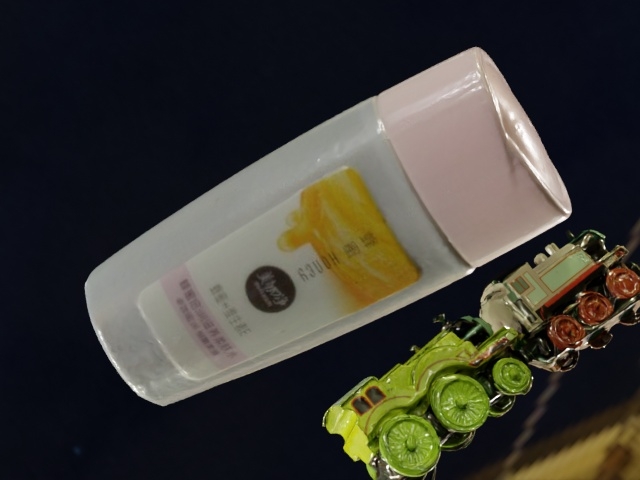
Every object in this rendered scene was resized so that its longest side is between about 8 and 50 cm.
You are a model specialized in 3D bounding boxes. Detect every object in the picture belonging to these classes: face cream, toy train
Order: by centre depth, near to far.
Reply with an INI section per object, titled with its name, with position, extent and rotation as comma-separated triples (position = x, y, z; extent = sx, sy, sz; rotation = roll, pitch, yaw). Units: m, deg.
[face cream]
position = 0.000, 0.000, 0.762
extent = 0.198, 0.057, 0.084
rotation = -28, -76, 19
[toy train]
position = 0.116, 0.071, 1.201
extent = 0.250, 0.085, 0.053
rotation = -34, -14, -27
